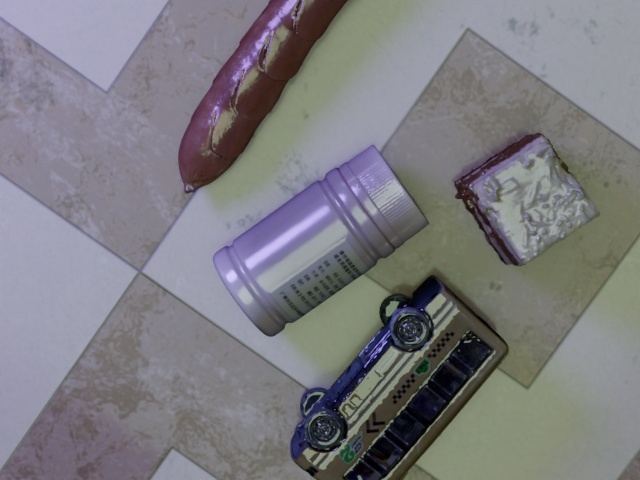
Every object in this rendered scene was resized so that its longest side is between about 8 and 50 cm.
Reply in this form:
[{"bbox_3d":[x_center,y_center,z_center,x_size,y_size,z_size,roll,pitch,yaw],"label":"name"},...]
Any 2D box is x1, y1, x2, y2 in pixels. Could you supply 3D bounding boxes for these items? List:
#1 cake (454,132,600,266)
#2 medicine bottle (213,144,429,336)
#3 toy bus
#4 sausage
[{"bbox_3d":[0.252,-0.048,1.790,0.134,0.147,0.135,-34,95,5],"label":"cake"},{"bbox_3d":[0.000,0.000,1.810,0.249,0.133,0.133,-37,93,5],"label":"medicine bottle"},{"bbox_3d":[0.096,0.192,1.824,0.157,0.139,0.289,40,91,-7],"label":"toy bus"},{"bbox_3d":[-0.054,-0.241,1.809,0.088,0.088,0.433,36,98,-2],"label":"sausage"}]
